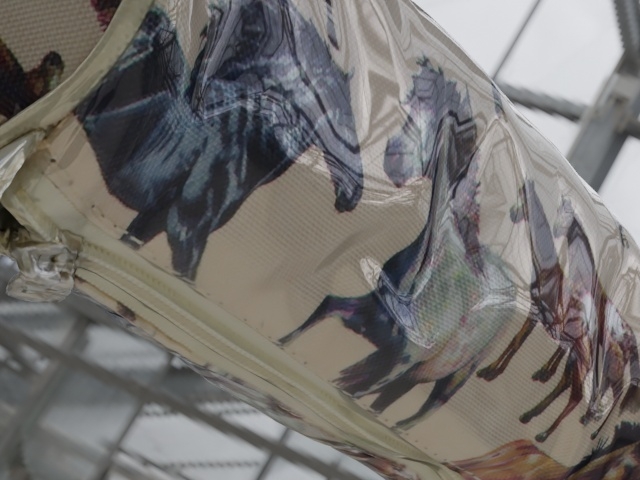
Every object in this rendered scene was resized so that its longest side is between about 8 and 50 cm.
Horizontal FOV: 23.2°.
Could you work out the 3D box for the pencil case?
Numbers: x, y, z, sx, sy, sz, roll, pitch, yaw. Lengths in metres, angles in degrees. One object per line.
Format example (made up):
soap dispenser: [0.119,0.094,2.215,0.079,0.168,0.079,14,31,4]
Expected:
pencil case: [0.000,0.000,0.587,0.159,0.184,0.410,-3,-27,35]
